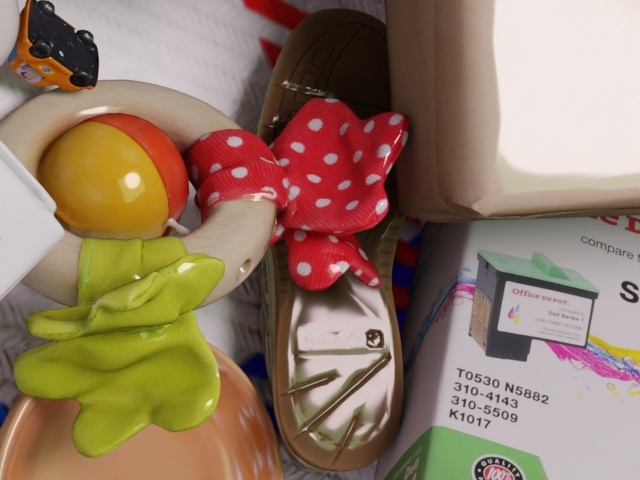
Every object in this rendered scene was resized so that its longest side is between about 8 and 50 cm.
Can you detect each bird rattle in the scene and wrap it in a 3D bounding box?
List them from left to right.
[{"bbox_3d":[-0.083,-0.022,0.998,0.207,0.143,0.253,34,57,16],"label":"bird rattle"}]

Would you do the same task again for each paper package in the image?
[{"bbox_3d":[0.192,-0.172,1.066,0.309,0.168,0.325,-2,89,-16],"label":"paper package"}]

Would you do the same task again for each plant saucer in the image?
[{"bbox_3d":[-0.107,0.148,1.053,0.200,0.037,0.200,3,85,-40],"label":"plant saucer"}]

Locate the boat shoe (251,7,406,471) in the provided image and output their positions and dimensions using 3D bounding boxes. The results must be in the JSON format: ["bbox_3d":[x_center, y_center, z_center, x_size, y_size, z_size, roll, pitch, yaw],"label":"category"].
[{"bbox_3d":[0.000,0.000,1.135,0.104,0.089,0.285,7,78,-13],"label":"boat shoe"}]

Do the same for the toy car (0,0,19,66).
[{"bbox_3d":[-0.215,-0.155,0.921,0.159,0.136,0.182,-4,89,-41],"label":"toy car"}]

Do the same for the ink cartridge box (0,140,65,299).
[{"bbox_3d":[-0.290,0.013,0.800,0.289,0.121,0.211,-45,116,-12],"label":"ink cartridge box"}]

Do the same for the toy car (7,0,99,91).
[{"bbox_3d":[-0.160,-0.138,1.028,0.060,0.040,0.122,17,55,-54],"label":"toy car"}]

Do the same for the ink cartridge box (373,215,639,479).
[{"bbox_3d":[0.152,0.101,1.132,0.201,0.117,0.278,19,55,-8],"label":"ink cartridge box"}]
